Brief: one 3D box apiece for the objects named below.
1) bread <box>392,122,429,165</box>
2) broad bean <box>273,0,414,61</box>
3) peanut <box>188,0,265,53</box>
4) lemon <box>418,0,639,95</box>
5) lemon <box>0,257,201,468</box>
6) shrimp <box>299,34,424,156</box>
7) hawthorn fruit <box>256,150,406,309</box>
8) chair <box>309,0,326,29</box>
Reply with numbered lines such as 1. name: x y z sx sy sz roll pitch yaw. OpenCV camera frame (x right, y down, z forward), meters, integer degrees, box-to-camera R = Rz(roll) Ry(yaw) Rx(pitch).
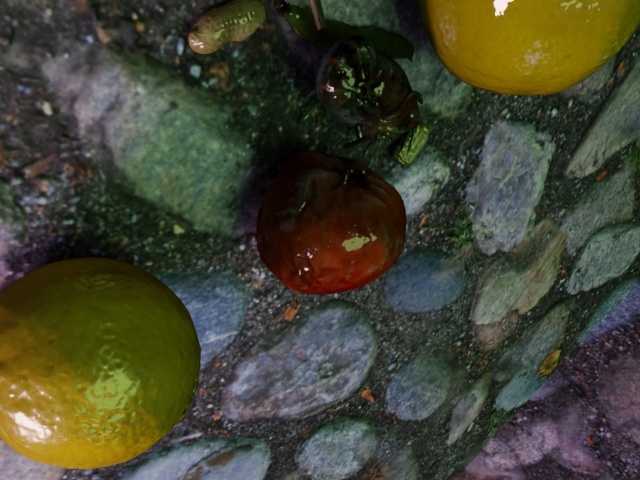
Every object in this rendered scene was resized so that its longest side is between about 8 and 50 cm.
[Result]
1. bread: 0.164 -0.177 1.244 0.049 0.034 0.088 33 90 -37
2. broad bean: 0.040 -0.300 1.022 0.298 0.043 0.060 0 110 -43
3. peanut: -0.121 -0.277 0.879 0.113 0.054 0.053 -32 137 -18
4. lemon: 0.305 -0.368 1.003 0.364 0.364 0.364 -25 134 -29
5. lemon: -0.295 0.153 0.874 0.293 0.293 0.292 -25 134 -29
6. shrimp: 0.066 -0.212 1.058 0.137 0.172 0.372 -72 159 -6
7. hawthorn fruit: 0.000 0.000 1.078 0.242 0.242 0.271 -7 134 -41
8. chair: -0.012 -0.416 0.783 0.188 0.166 0.272 -37 139 -17
